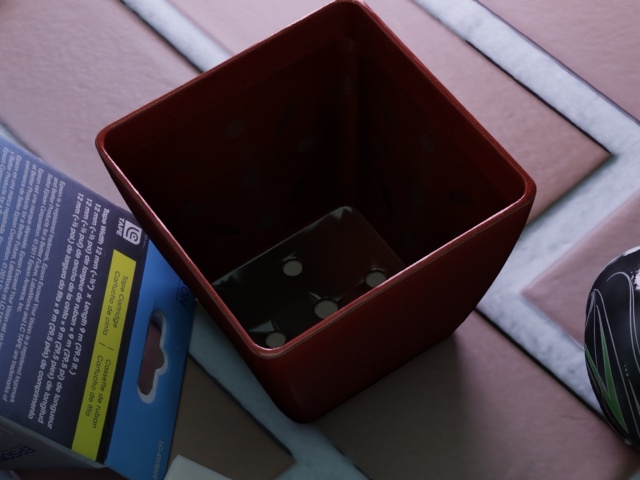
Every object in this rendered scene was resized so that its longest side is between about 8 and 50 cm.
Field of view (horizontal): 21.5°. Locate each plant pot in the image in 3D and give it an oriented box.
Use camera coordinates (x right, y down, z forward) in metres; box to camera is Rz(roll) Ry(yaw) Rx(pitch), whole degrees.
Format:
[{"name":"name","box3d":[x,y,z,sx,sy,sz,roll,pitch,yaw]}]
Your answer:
[{"name":"plant pot","box3d":[0.000,0.000,1.457,0.267,0.235,0.267,-31,60,-15]}]

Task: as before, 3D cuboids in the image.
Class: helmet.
[{"name":"helmet","box3d":[0.302,0.099,1.428,0.169,0.169,0.161,-9,40,-2]}]

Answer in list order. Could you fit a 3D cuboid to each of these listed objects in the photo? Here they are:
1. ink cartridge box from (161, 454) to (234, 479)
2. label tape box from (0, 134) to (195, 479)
[{"name":"ink cartridge box","box3d":[-0.048,0.299,1.312,0.237,0.100,0.172,24,60,1]},{"name":"label tape box","box3d":[-0.276,0.057,1.452,0.115,0.348,0.249,-21,49,38]}]
